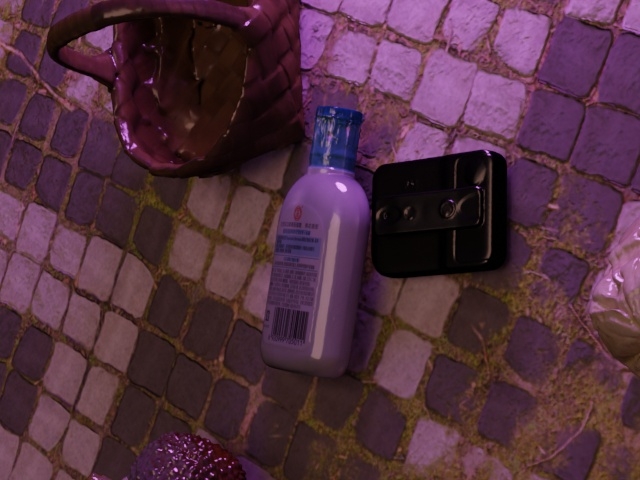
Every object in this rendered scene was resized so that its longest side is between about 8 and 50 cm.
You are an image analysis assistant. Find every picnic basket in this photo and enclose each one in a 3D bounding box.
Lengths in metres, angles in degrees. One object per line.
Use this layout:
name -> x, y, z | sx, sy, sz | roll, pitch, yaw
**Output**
picnic basket -> -0.202, -0.255, 2.009 | 0.293, 0.337, 0.337 | -12, 75, 39

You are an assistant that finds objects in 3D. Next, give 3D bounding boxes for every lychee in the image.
lychee -> -0.170, 0.333, 1.978 | 0.197, 0.165, 0.165 | 44, 111, 39

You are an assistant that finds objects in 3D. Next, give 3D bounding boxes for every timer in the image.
timer -> 0.137, -0.031, 1.848 | 0.187, 0.055, 0.144 | -7, 79, 40

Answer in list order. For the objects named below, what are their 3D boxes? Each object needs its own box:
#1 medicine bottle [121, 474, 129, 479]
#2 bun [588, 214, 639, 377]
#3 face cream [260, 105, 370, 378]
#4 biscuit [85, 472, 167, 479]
medicine bottle -> -0.242, 0.365, 2.107 | 0.089, 0.052, 0.052 | 47, 112, 35
bun -> 0.377, 0.052, 1.572 | 0.229, 0.145, 0.229 | -6, 81, 42
face cream -> 0.000, 0.000, 1.935 | 0.163, 0.080, 0.337 | 4, 85, 57
biscuit -> -0.128, 0.399, 1.881 | 0.335, 0.078, 0.329 | -18, 114, 17
